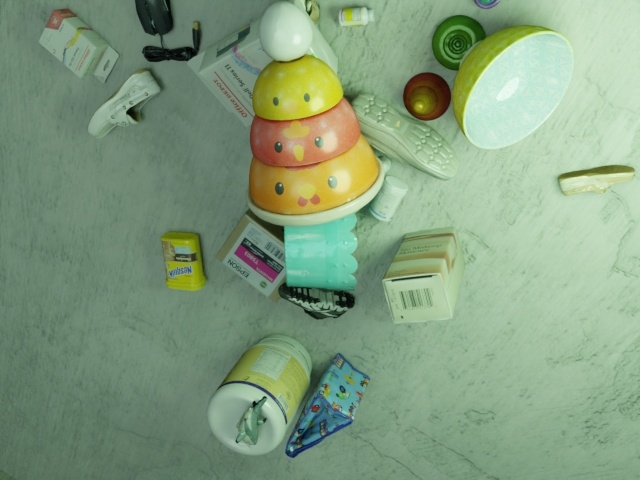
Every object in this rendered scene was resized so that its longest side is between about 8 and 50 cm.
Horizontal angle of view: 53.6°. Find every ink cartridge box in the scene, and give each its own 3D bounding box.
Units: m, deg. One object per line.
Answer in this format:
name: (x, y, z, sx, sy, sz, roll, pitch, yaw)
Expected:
ink cartridge box: (-0.157, -0.424, 1.599, 0.353, 0.119, 0.207, -20, 133, 26)
ink cartridge box: (-0.686, -0.547, 1.802, 0.198, 0.067, 0.115, 40, 119, -2)
ink cartridge box: (-0.162, 0.040, 1.873, 0.235, 0.088, 0.193, 37, 119, -1)

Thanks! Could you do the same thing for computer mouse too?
computer mouse: (-0.413, -0.599, 1.686, 0.184, 0.060, 0.262, 11, 117, 16)

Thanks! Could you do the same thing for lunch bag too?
lunch bag: (-0.006, 0.530, 1.962, 0.138, 0.221, 0.293, 39, 120, -1)

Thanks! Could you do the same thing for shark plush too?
shark plush: (-0.181, 0.489, 1.739, 0.067, 0.073, 0.161, 20, 98, -12)

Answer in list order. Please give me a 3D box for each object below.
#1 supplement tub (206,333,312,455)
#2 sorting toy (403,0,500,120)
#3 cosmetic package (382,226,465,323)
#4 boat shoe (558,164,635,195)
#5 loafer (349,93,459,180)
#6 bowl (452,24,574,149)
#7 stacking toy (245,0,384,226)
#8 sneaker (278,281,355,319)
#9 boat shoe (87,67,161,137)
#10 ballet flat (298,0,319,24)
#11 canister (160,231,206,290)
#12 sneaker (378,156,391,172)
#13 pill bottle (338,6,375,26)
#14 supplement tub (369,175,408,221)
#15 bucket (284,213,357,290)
supplement tub: (-0.171, 0.456, 1.924, 0.241, 0.331, 0.241, 7, 115, 16)
sorting toy: (0.302, -0.429, 1.475, 0.127, 0.126, 0.365, 32, 120, 3)
cosmetic package: (0.271, 0.083, 1.620, 0.153, 0.296, 0.129, -9, 109, 21)
boat shoe: (0.663, -0.140, 1.519, 0.170, 0.063, 0.059, -5, 114, 31)
loafer: (0.205, -0.253, 1.611, 0.319, 0.112, 0.111, 36, 156, 3)
bowl: (0.404, -0.368, 1.431, 0.289, 0.289, 0.156, -60, 43, 30)
stacking toy: (-0.056, -0.303, 1.466, 0.351, 0.350, 0.480, -1, 125, 20)
sneaker: (-0.023, 0.186, 1.860, 0.234, 0.078, 0.106, 13, 134, -22)
boat shoe: (-0.564, -0.370, 1.822, 0.277, 0.098, 0.096, -37, 97, 28)
ballet flat: (-0.055, -0.625, 1.544, 0.073, 0.067, 0.206, -16, 107, 24)
canister: (-0.432, 0.063, 1.988, 0.126, 0.073, 0.170, 4, 113, 17)
sneaker: (0.120, -0.166, 1.696, 0.053, 0.061, 0.152, 46, 121, -7)
pill bottle: (0.089, -0.545, 1.543, 0.083, 0.043, 0.043, 2, 114, 18)
supplement tub: (0.182, -0.110, 1.693, 0.071, 0.071, 0.107, 30, 119, 5)
bucket: (0.000, 0.000, 1.675, 0.183, 0.281, 0.281, 0, 114, -1)
